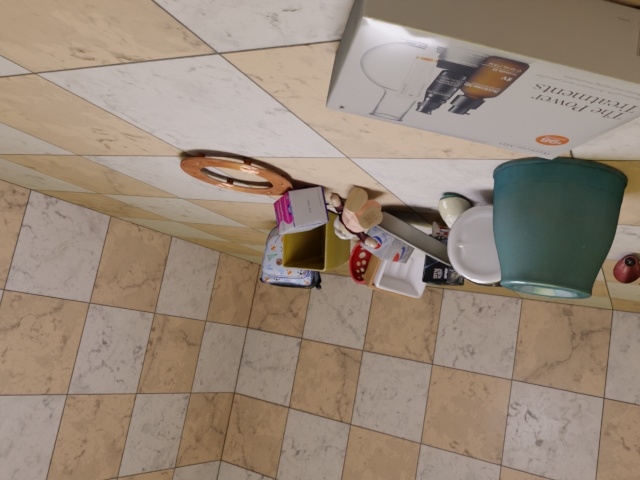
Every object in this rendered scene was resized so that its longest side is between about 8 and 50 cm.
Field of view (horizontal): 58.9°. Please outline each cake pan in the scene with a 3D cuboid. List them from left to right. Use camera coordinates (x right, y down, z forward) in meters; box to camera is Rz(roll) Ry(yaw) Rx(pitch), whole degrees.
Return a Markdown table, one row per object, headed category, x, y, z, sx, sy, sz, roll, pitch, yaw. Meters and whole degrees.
| category | x | y | z | sx | sy | sz | roll | pitch | yaw |
| --- | --- | --- | --- | --- | --- | --- | --- | --- | --- |
| cake pan | 0.298 | -0.012 | 1.801 | 0.293 | 0.054 | 0.293 | 28 | -174 | -3 |

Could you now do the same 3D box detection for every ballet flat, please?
| category | x | y | z | sx | sy | sz | roll | pitch | yaw |
| --- | --- | --- | --- | --- | --- | --- | --- | --- | --- |
| ballet flat | 0.390 | -0.060 | 1.590 | 0.086 | 0.086 | 0.248 | 6 | 172 | 27 |

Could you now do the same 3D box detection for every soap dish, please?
| category | x | y | z | sx | sy | sz | roll | pitch | yaw |
| --- | --- | --- | --- | --- | --- | --- | --- | --- | --- |
| soap dish | 0.324 | 0.109 | 2.341 | 0.291 | 0.229 | 0.118 | 17 | -175 | -37 |

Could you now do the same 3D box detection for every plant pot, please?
| category | x | y | z | sx | sy | sz | roll | pitch | yaw |
| --- | --- | --- | --- | --- | --- | --- | --- | --- | --- |
| plant pot | 0.000 | 0.000 | 2.102 | 0.212 | 0.212 | 0.187 | 3 | -179 | 40 |
| plant pot | 0.243 | 0.103 | 2.476 | 0.174 | 0.191 | 0.191 | 10 | 173 | -34 |
| plant pot | 0.494 | -0.012 | 1.217 | 0.271 | 0.255 | 0.271 | 10 | 172 | 1 |

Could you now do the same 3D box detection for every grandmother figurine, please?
| category | x | y | z | sx | sy | sz | roll | pitch | yaw |
| --- | --- | --- | --- | --- | --- | --- | --- | --- | --- |
| grandmother figurine | 0.108 | -0.063 | 1.764 | 0.104 | 0.208 | 0.342 | -30 | 179 | -9 |

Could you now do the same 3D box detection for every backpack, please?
| category | x | y | z | sx | sy | sz | roll | pitch | yaw |
| --- | --- | --- | --- | --- | --- | --- | --- | --- | --- |
| backpack | -0.124 | 0.059 | 2.388 | 0.276 | 0.263 | 0.213 | 5 | 165 | 9 |

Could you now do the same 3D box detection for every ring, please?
| category | x | y | z | sx | sy | sz | roll | pitch | yaw |
| --- | --- | --- | --- | --- | --- | --- | --- | --- | --- |
| ring | -0.244 | -0.193 | 1.670 | 0.336 | 0.032 | 0.336 | 11 | 172 | 2 |

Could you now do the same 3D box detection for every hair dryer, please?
| category | x | y | z | sx | sy | sz | roll | pitch | yaw |
| --- | --- | --- | --- | --- | --- | --- | --- | --- | --- |
| hair dryer | 1.079 | 0.089 | 1.858 | 0.293 | 0.080 | 0.223 | 9 | 157 | -26 |

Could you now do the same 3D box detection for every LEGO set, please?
| category | x | y | z | sx | sy | sz | roll | pitch | yaw |
| --- | --- | --- | --- | --- | --- | --- | --- | --- | --- |
| LEGO set | 0.450 | -0.020 | 1.779 | 0.182 | 0.060 | 0.244 | 15 | -164 | 18 |

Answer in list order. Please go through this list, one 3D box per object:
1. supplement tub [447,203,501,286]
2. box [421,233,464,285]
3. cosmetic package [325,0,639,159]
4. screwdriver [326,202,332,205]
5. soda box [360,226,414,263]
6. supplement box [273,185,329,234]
| category | x | y | z | sx | sy | sz | roll | pitch | yaw |
| --- | --- | --- | --- | --- | --- | --- | --- | --- | --- |
| supplement tub | 0.490 | 0.023 | 1.524 | 0.207 | 0.207 | 0.338 | 5 | 178 | 33 |
| box | 0.445 | 0.068 | 2.023 | 0.077 | 0.180 | 0.147 | 14 | 171 | -26 |
| cosmetic package | 0.214 | -0.222 | 0.750 | 0.377 | 0.097 | 0.284 | 11 | 174 | -6 |
| screwdriver | 0.043 | -0.119 | 1.867 | 0.169 | 0.025 | 0.024 | 3 | 171 | -6 |
| soda box | 0.247 | 0.015 | 2.009 | 0.098 | 0.091 | 0.286 | 34 | -171 | 24 |
| supplement box | -0.063 | -0.089 | 1.759 | 0.114 | 0.111 | 0.220 | -10 | 177 | -16 |
